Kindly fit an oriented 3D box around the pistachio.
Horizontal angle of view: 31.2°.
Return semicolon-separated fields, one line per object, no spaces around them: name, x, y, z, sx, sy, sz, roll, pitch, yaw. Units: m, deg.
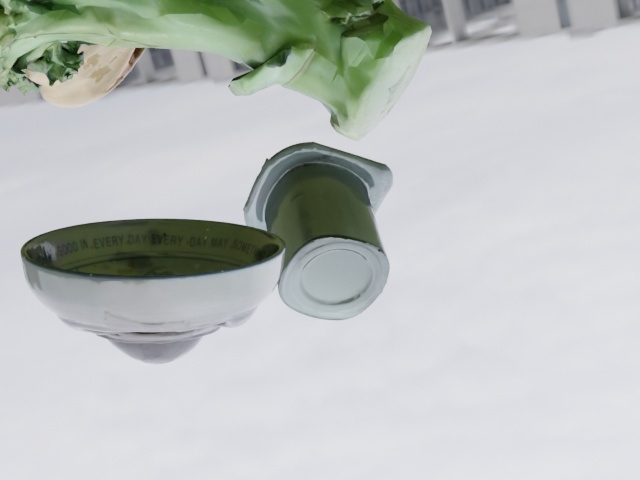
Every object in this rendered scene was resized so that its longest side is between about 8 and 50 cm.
pistachio;-0.313;-0.287;1.566;0.229;0.157;0.157;-50;-154;-12

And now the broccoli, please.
broccoli;-0.066;-0.157;0.592;0.269;0.269;0.254;-15;172;1

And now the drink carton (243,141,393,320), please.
drink carton;0.000;0.000;1.564;0.191;0.185;0.190;17;-144;-21

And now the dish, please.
dish;-0.172;0.066;1.205;0.273;0.134;0.273;0;-168;0
